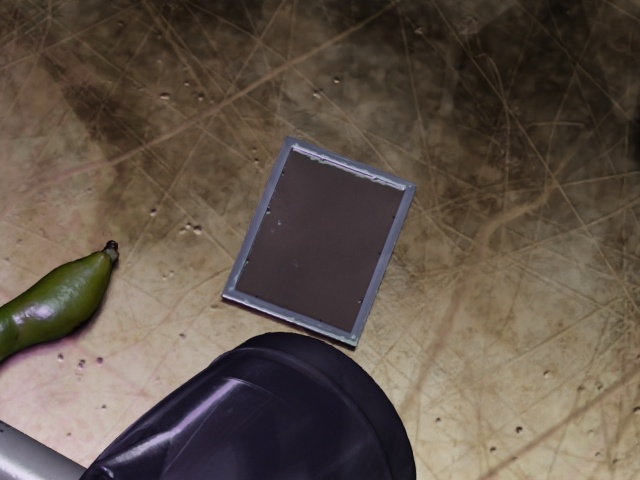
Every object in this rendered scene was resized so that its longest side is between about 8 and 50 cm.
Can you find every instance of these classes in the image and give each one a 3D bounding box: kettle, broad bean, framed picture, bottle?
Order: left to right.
[{"bbox_3d":[-0.267,0.073,1.883,0.070,0.048,0.213,41,73,12],"label":"broad bean"},{"bbox_3d":[-0.248,0.230,1.818,0.201,0.072,0.072,28,71,5],"label":"bottle"},{"bbox_3d":[-0.100,0.280,1.699,0.228,0.321,0.324,18,34,34],"label":"kettle"},{"bbox_3d":[0.000,0.000,1.950,0.142,0.011,0.183,20,70,3],"label":"framed picture"}]
